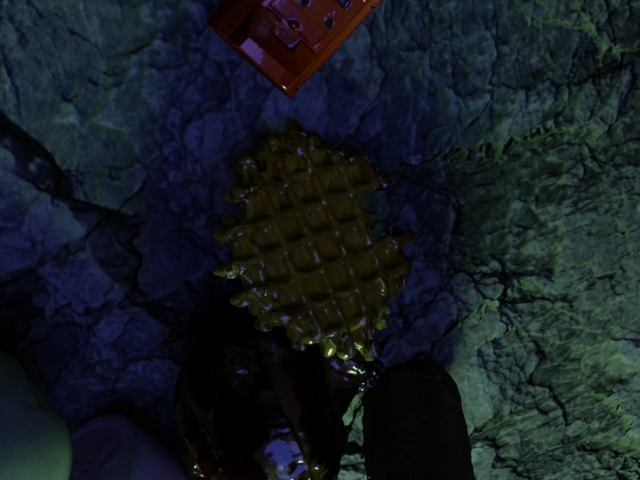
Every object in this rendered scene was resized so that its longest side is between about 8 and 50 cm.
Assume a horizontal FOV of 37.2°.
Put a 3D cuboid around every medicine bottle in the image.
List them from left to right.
[{"bbox_3d":[-0.178,0.374,1.111,0.212,0.212,0.325,-39,122,6],"label":"medicine bottle"}]

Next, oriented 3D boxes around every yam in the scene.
[{"bbox_3d":[0.115,0.258,1.131,0.128,0.238,0.129,-24,121,15],"label":"yam"}]

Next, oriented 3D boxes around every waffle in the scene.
[{"bbox_3d":[0.000,0.000,0.988,0.232,0.051,0.228,28,71,-26],"label":"waffle"}]

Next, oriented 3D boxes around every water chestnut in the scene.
[{"bbox_3d":[-0.046,0.176,1.038,0.238,0.223,0.223,-14,122,6],"label":"water chestnut"}]

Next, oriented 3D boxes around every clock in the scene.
[{"bbox_3d":[-0.015,-0.226,0.921,0.113,0.061,0.155,38,100,-30],"label":"clock"}]

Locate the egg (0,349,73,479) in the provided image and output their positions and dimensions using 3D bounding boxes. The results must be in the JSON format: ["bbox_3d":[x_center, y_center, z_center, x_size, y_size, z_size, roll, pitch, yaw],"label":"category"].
[{"bbox_3d":[-0.412,0.208,0.909,0.336,0.278,0.278,13,113,-23],"label":"egg"}]
